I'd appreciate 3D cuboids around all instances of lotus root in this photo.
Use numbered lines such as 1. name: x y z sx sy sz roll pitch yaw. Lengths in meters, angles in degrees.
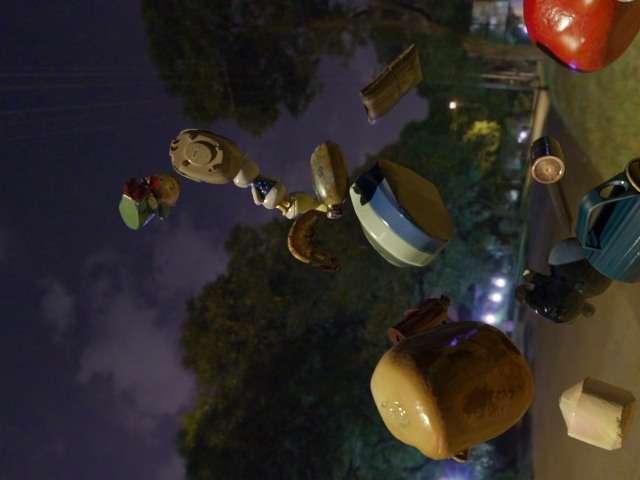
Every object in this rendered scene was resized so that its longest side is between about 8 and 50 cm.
1. lotus root: 0.026 -0.149 1.536 0.113 0.088 0.192 149 113 -72

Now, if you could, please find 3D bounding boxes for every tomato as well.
1. tomato: 0.677 -0.602 1.587 0.290 0.293 0.325 -47 -21 15

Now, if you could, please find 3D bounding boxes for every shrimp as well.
1. shrimp: 0.000 0.000 2.427 0.290 0.054 0.222 34 -108 -32

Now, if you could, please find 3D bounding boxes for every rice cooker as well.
1. rice cooker: -0.321 -0.234 1.719 0.127 0.206 0.145 0 -74 -81

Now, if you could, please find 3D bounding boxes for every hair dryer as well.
1. hair dryer: 0.817 -0.177 2.154 0.352 0.107 0.189 64 -154 -24

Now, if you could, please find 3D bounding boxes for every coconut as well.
1. coconut: 0.618 0.386 1.398 0.147 0.153 0.147 -23 -61 -49

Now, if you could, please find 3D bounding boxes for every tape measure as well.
1. tape measure: 0.215 -0.058 1.609 0.259 0.138 0.262 16 -138 -40

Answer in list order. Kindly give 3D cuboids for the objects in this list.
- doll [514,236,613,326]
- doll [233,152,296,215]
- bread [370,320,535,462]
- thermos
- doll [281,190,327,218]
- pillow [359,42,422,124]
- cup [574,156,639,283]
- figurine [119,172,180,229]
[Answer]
1. doll: 0.699 0.112 1.736 0.258 0.228 0.154 -59 -3 7
2. doll: -0.220 -0.201 2.162 0.138 0.293 0.119 -56 7 -27
3. bread: 0.349 0.371 1.659 0.376 0.348 0.253 -13 -67 -25
4. thermos: 0.330 0.253 1.951 0.232 0.124 0.099 -33 -7 -25
5. doll: -0.057 -0.164 2.713 0.141 0.296 0.117 -33 68 63
6. pillow: 0.204 -0.436 1.748 0.208 0.052 0.212 -41 -19 2
7. cup: 0.459 -0.027 0.922 0.131 0.177 0.155 -96 15 -45
8. figurine: -0.512 -0.154 1.902 0.234 0.127 0.185 -45 -24 -38
